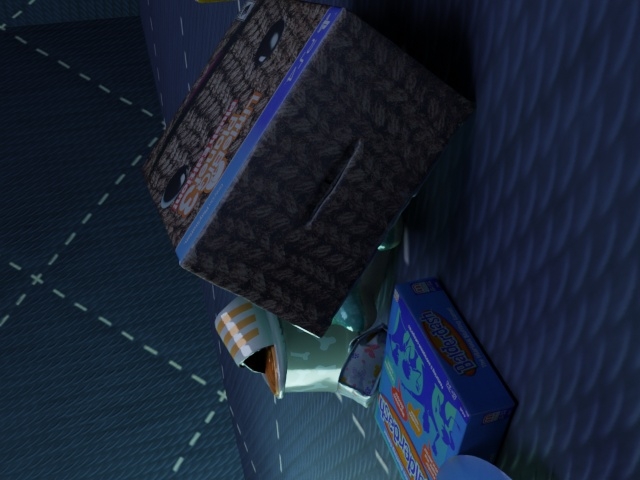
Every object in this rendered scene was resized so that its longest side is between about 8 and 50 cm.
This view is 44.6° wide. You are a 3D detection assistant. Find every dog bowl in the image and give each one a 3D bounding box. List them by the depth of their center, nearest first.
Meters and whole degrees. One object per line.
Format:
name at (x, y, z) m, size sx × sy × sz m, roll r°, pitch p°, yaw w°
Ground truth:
dog bowl at (-0.051, 0.064, 1.155) m, size 0.349 × 0.102 × 0.348 m, roll 169°, pitch 90°, yaw -74°

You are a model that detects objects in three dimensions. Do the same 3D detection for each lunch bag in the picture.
lunch bag at (0.053, 0.137, 0.879) m, size 0.083 × 0.053 × 0.071 m, roll -60°, pitch -11°, yaw -17°

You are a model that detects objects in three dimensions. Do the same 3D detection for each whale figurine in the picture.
whale figurine at (0.000, 0.000, 0.863) m, size 0.272 × 0.141 × 0.216 m, roll 133°, pitch 126°, yaw -67°

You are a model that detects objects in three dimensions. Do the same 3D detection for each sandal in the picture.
sandal at (-0.107, 0.096, 1.040) m, size 0.102 × 0.076 × 0.265 m, roll 101°, pitch 154°, yaw -53°

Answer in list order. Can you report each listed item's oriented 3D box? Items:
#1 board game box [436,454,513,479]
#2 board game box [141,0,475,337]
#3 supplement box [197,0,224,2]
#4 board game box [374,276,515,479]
board game box at (0.156, 0.253, 0.644) m, size 0.133 × 0.033 × 0.168 m, roll -1°, pitch 102°, yaw 62°
board game box at (-0.036, -0.089, 0.732) m, size 0.232 × 0.141 × 0.291 m, roll -57°, pitch 26°, yaw 6°
supplement box at (-0.056, -0.411, 0.704) m, size 0.194 × 0.195 × 0.356 m, roll 103°, pitch 153°, yaw -55°
board game box at (0.110, 0.166, 0.755) m, size 0.160 × 0.047 × 0.210 m, roll -117°, pitch 22°, yaw -45°
